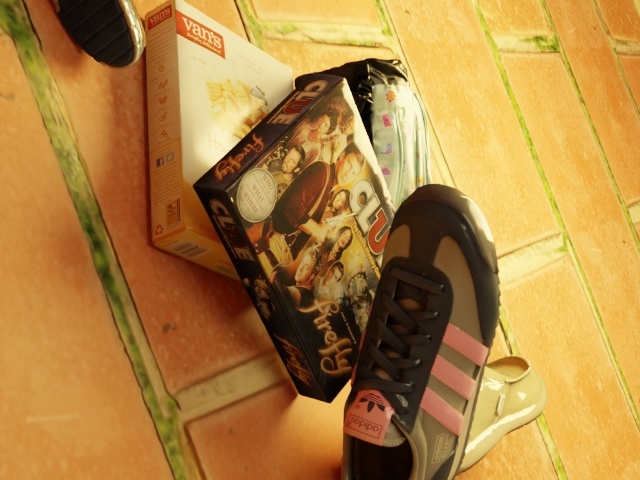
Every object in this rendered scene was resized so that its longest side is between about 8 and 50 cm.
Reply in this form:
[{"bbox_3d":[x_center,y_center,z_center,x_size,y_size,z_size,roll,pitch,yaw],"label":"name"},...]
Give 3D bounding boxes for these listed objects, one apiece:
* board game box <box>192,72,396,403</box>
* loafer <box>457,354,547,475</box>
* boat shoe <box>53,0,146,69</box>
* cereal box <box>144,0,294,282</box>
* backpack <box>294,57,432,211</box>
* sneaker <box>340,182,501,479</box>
[{"bbox_3d":[0.000,0.000,0.999,0.165,0.042,0.243,-48,130,-31],"label":"board game box"},{"bbox_3d":[0.161,0.166,1.198,0.268,0.102,0.092,-26,99,-58],"label":"loafer"},{"bbox_3d":[-0.192,-0.232,0.945,0.183,0.066,0.066,62,30,-9],"label":"boat shoe"},{"bbox_3d":[-0.083,-0.084,1.034,0.173,0.047,0.240,25,51,-48],"label":"cereal box"},{"bbox_3d":[0.044,-0.083,1.135,0.115,0.152,0.182,-8,91,-31],"label":"backpack"},{"bbox_3d":[0.077,0.113,0.988,0.131,0.112,0.319,-26,125,-51],"label":"sneaker"}]
